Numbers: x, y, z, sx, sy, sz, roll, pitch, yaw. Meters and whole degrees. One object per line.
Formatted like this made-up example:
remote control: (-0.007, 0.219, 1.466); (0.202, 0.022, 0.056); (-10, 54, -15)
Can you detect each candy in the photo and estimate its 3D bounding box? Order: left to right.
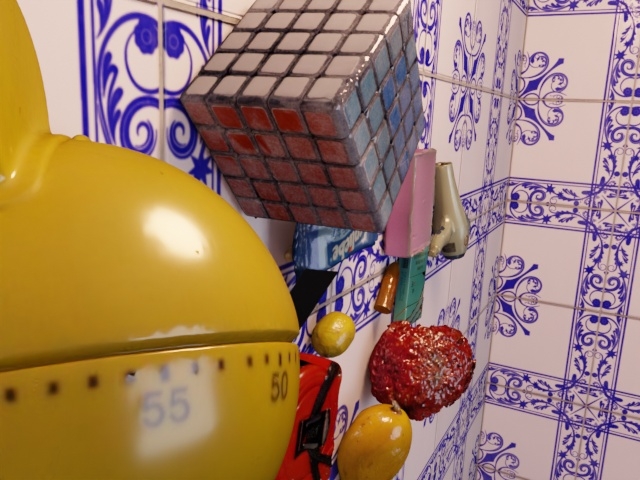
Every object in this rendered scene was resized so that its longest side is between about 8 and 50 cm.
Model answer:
candy: (0.038, -0.045, 1.067); (0.331, 0.077, 0.187); (-28, 117, -55)

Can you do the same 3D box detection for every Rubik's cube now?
Rubik's cube: (-0.005, -0.179, 0.808); (0.237, 0.238, 0.237); (-65, 151, -30)

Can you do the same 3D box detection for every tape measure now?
tape measure: (-0.058, 0.322, 0.990); (0.260, 0.114, 0.253); (2, 95, -64)

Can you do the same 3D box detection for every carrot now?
carrot: (0.171, 0.113, 1.468); (0.048, 0.048, 0.139); (55, 47, -54)

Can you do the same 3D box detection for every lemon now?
lemon: (0.027, 0.184, 1.156); (0.110, 0.082, 0.082); (-47, 138, -43)

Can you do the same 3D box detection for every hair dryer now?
hair dryer: (0.362, -0.091, 1.712); (0.298, 0.119, 0.295); (4, 82, -65)

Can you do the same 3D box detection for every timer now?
timer: (-0.194, 0.056, 0.435); (0.376, 0.376, 0.386); (12, 64, -64)

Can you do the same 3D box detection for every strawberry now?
strawberry: (0.247, 0.339, 1.451); (0.220, 0.274, 0.274); (-89, 168, -50)

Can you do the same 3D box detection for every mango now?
mango: (0.122, 0.500, 1.365); (0.177, 0.119, 0.316); (-4, 120, -30)

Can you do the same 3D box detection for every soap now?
soap: (0.226, -0.101, 1.469); (0.181, 0.081, 0.259); (-27, 121, -60)

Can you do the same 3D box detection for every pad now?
pad: (-0.046, 0.127, 0.988); (0.190, 0.004, 0.127); (-57, 156, 10)

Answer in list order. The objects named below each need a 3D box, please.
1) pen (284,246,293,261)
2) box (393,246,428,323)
pen: (0.000, 0.000, 1.098); (0.233, 0.032, 0.040); (-33, 104, -55)
box: (0.256, 0.122, 1.637); (0.162, 0.041, 0.229); (-11, 107, -63)
